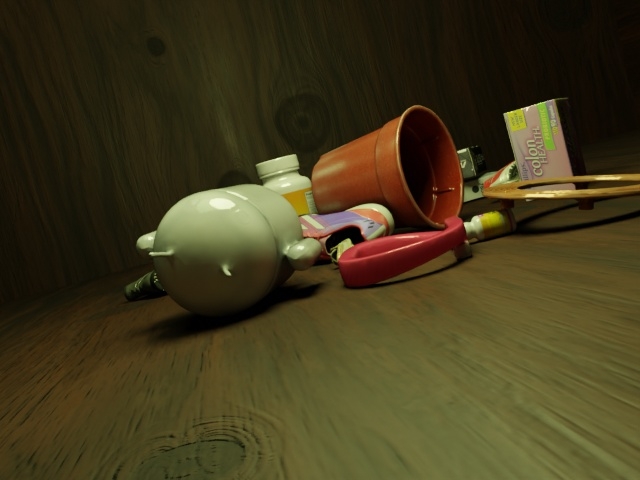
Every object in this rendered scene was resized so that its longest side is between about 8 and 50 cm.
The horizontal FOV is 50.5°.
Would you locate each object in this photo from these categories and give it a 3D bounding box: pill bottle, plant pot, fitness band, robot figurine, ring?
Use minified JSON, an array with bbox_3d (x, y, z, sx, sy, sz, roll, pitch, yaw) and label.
[{"bbox_3d":[0.286,-0.025,1.154,0.083,0.043,0.043,-15,5,2],"label":"pill bottle"},{"bbox_3d":[0.141,-0.133,1.532,0.265,0.272,0.272,-14,5,39],"label":"plant pot"},{"bbox_3d":[-0.075,-0.074,1.620,0.136,0.245,0.136,-15,5,1],"label":"pill bottle"},{"bbox_3d":[0.136,0.018,1.106,0.209,0.054,0.291,-17,3,9],"label":"fitness band"},{"bbox_3d":[-0.146,0.011,1.128,0.300,0.199,0.353,1,8,13],"label":"robot figurine"},{"bbox_3d":[0.447,-0.083,1.151,0.337,0.032,0.336,-4,8,1],"label":"ring"}]

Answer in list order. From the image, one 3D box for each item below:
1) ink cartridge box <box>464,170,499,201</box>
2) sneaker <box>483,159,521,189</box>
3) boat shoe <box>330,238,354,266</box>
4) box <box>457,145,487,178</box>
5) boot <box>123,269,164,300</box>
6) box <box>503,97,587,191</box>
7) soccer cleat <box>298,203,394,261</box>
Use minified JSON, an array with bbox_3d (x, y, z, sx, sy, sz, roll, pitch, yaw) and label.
[{"bbox_3d":[0.388,-0.137,2.035,0.333,0.065,0.165,-17,4,-4],"label":"ink cartridge box"},{"bbox_3d":[0.521,-0.171,1.820,0.118,0.107,0.279,-23,-4,41],"label":"sneaker"},{"bbox_3d":[0.041,0.026,1.286,0.045,0.050,0.135,-10,4,-5],"label":"boat shoe"},{"bbox_3d":[0.302,-0.200,2.119,0.395,0.097,0.318,-15,1,20],"label":"box"},{"bbox_3d":[-0.372,0.085,1.740,0.161,0.083,0.247,-18,0,44],"label":"boot"},{"bbox_3d":[0.550,-0.225,1.638,0.117,0.213,0.243,-13,5,30],"label":"box"},{"bbox_3d":[0.000,0.000,1.447,0.318,0.108,0.116,-12,18,34],"label":"soccer cleat"}]
